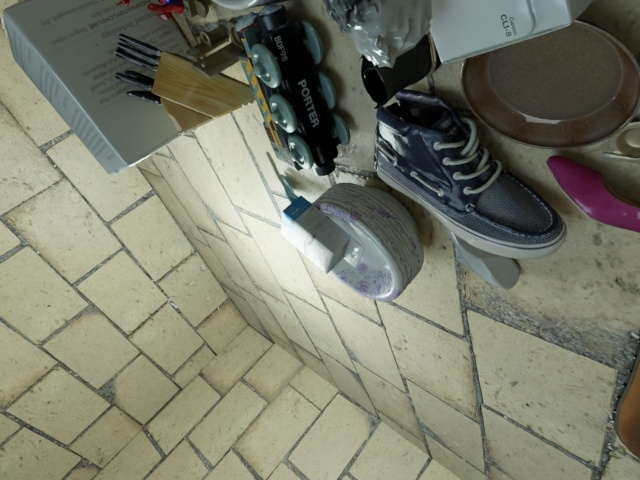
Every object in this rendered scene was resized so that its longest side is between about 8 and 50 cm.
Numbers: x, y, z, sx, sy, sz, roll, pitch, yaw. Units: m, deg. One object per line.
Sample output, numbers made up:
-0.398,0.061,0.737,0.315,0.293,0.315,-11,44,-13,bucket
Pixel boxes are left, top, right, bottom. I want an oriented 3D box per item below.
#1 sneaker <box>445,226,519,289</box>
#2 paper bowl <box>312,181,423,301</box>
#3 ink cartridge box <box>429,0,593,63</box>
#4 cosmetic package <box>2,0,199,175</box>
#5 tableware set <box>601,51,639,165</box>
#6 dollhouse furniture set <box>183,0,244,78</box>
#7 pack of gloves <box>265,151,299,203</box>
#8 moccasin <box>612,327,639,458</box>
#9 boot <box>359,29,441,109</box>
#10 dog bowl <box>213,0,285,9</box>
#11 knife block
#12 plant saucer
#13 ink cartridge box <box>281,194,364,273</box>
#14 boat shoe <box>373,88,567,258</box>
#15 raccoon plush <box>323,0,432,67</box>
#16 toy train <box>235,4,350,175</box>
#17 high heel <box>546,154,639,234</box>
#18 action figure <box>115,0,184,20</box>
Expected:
0.283,0.010,0.784,0.212,0.080,0.094,51,167,-14,sneaker
0.107,-0.009,0.940,0.284,0.148,0.284,37,155,20,paper bowl
0.184,-0.272,0.371,0.127,0.176,0.128,8,136,54,ink cartridge box
-0.543,-0.432,1.109,0.329,0.327,0.393,7,134,55,cosmetic package
0.400,-0.129,0.438,0.141,0.020,0.168,28,151,35,tableware set
-0.244,-0.455,0.840,0.144,0.123,0.151,36,154,21,dollhouse furniture set
-0.059,-0.112,1.097,0.232,0.046,0.195,64,-178,15,pack of gloves
0.567,0.246,0.634,0.147,0.139,0.380,32,144,47,moccasin
0.086,-0.292,0.546,0.077,0.137,0.198,5,133,56,boot
-0.148,-0.524,0.608,0.349,0.102,0.348,36,153,22,dog bowl
-0.311,-0.382,0.932,0.088,0.276,0.242,-84,-28,-68,knife block
0.270,-0.189,0.491,0.199,0.036,0.198,29,164,9,plant saucer
0.000,0.000,0.876,0.180,0.060,0.104,40,154,14,ink cartridge box
0.217,-0.107,0.629,0.340,0.127,0.158,33,161,27,boat shoe
-0.122,-0.333,0.383,0.299,0.216,0.446,15,134,62,raccoon plush
-0.063,-0.284,0.814,0.190,0.142,0.334,34,155,47,toy train
0.410,-0.051,0.507,0.244,0.082,0.117,51,130,20,high heel
-0.352,-0.551,0.860,0.091,0.139,0.280,50,158,-5,action figure
